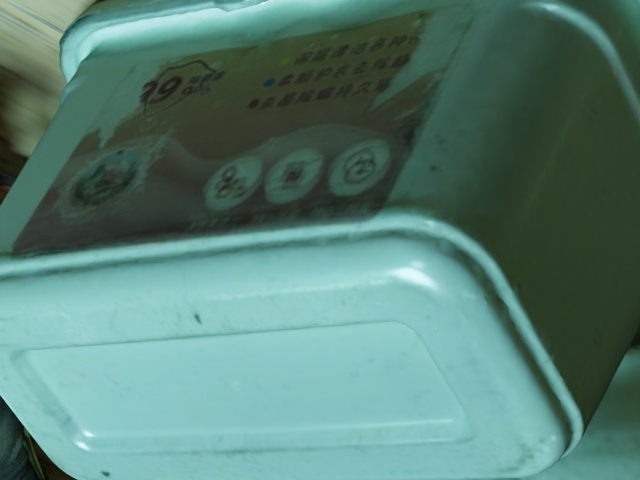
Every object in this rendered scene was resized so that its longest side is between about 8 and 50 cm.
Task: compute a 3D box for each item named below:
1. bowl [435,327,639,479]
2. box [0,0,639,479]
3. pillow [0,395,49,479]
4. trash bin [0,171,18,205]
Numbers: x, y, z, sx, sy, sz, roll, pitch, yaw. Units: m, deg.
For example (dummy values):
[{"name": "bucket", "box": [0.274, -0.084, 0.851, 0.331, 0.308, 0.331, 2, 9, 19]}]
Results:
[{"name": "bowl", "box": [0.108, 0.125, 0.918, 0.307, 0.307, 0.163, -5, 94, 18]}, {"name": "box", "box": [0.000, 0.000, 0.823, 0.312, 0.182, 0.175, -7, 129, 36]}, {"name": "pillow", "box": [-0.235, 0.129, 1.110, 0.186, 0.106, 0.249, -3, 134, 7]}, {"name": "trash bin", "box": [-0.238, 0.066, 0.945, 0.185, 0.161, 0.238, 2, 91, 7]}]
